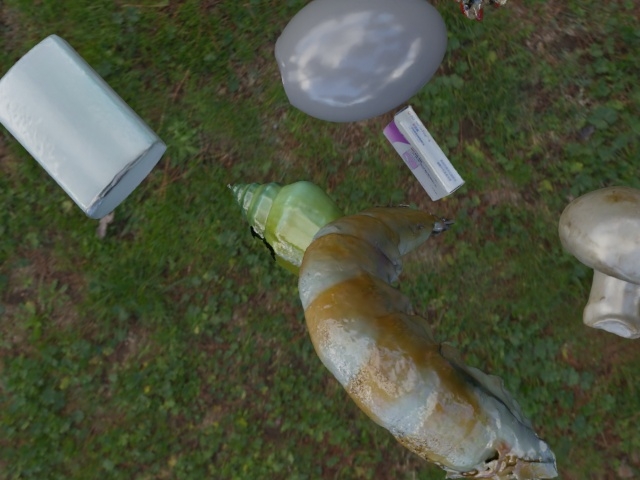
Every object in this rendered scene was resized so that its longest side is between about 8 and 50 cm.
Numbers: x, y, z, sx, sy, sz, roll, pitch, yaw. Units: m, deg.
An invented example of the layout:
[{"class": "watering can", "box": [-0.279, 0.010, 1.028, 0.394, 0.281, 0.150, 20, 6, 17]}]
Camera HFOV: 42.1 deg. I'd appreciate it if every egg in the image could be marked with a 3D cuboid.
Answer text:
[{"class": "egg", "box": [0.056, -0.254, 1.119, 0.232, 0.176, 0.176, -22, 108, 2]}]

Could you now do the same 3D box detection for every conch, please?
[{"class": "conch", "box": [-0.004, 0.001, 0.780, 0.201, 0.095, 0.079, 45, 95, 2]}]

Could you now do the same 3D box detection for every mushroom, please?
[{"class": "mushroom", "box": [0.596, 0.042, 1.646, 0.298, 0.297, 0.289, 22, 97, -2]}]

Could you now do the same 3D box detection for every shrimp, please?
[{"class": "shrimp", "box": [0.063, 0.059, 0.643, 0.185, 0.287, 0.068, 21, 122, -28]}]

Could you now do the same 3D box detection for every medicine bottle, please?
[{"class": "medicine bottle", "box": [0.218, -0.184, 1.768, 0.052, 0.171, 0.201, -36, 92, -5]}]

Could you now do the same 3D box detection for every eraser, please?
[{"class": "eraser", "box": [-0.437, -0.203, 1.491, 0.189, 0.104, 0.290, -45, 83, 8]}]

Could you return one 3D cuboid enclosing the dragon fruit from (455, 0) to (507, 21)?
[{"class": "dragon fruit", "box": [0.148, -0.233, 0.659, 0.153, 0.110, 0.153, -2, 151, -1]}]
